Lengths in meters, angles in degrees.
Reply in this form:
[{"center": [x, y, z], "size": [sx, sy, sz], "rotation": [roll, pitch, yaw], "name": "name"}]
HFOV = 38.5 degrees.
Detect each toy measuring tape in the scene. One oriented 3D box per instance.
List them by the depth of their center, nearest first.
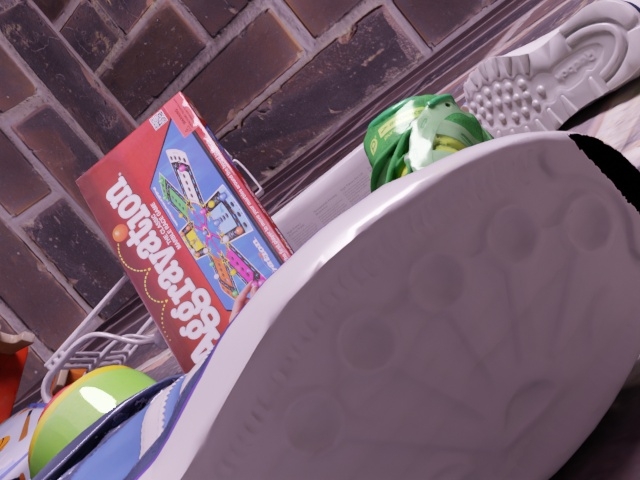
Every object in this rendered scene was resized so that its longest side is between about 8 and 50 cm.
[{"center": [-0.107, 0.111, 0.684], "size": [0.330, 0.121, 0.121], "rotation": [-44, 9, -25], "name": "toy measuring tape"}]

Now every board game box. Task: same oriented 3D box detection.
[{"center": [-0.117, 0.003, 0.867], "size": [0.145, 0.281, 0.027], "rotation": [-39, -25, 9], "name": "board game box"}]

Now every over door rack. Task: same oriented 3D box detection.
[{"center": [-0.157, 0.050, 1.021], "size": [0.324, 0.108, 0.239], "rotation": [-60, -7, -3], "name": "over door rack"}]

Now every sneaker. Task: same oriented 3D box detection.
[{"center": [-0.021, 0.078, 0.424], "size": [0.323, 0.130, 0.236], "rotation": [-47, 13, -9], "name": "sneaker"}, {"center": [0.069, -0.028, 0.625], "size": [0.109, 0.123, 0.295], "rotation": [-37, 9, 20], "name": "sneaker"}, {"center": [0.222, -0.150, 0.813], "size": [0.095, 0.090, 0.235], "rotation": [-31, 6, -30], "name": "sneaker"}]

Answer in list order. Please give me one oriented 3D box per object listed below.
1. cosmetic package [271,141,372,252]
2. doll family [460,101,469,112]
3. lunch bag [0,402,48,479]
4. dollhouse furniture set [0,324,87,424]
[{"center": [0.000, 0.000, 0.894], "size": [0.239, 0.099, 0.060], "rotation": [-38, 8, 9], "name": "cosmetic package"}, {"center": [0.151, -0.124, 1.002], "size": [0.111, 0.076, 0.193], "rotation": [-40, 11, -38], "name": "doll family"}, {"center": [-0.320, 0.276, 0.801], "size": [0.303, 0.115, 0.243], "rotation": [-45, 14, -26], "name": "lunch bag"}, {"center": [-0.414, 0.229, 1.078], "size": [0.135, 0.262, 0.259], "rotation": [-34, 41, 50], "name": "dollhouse furniture set"}]
